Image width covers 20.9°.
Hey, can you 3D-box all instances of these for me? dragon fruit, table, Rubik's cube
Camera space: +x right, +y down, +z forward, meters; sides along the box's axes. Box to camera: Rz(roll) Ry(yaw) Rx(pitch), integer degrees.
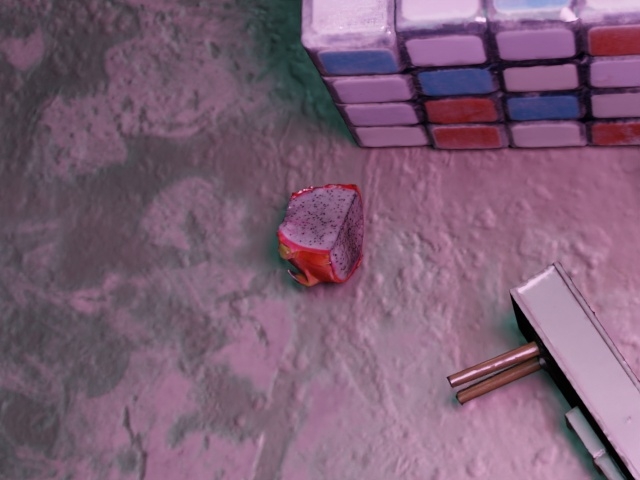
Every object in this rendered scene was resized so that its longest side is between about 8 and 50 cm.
[{"bbox_3d":[0.000,0.000,1.332,0.056,0.060,0.083,2,48,18],"label":"dragon fruit"},{"bbox_3d":[0.189,0.153,1.219,0.111,0.121,0.240,-33,71,0],"label":"table"},{"bbox_3d":[0.129,-0.221,1.265,0.253,0.259,0.256,-1,74,8],"label":"Rubik's cube"}]
